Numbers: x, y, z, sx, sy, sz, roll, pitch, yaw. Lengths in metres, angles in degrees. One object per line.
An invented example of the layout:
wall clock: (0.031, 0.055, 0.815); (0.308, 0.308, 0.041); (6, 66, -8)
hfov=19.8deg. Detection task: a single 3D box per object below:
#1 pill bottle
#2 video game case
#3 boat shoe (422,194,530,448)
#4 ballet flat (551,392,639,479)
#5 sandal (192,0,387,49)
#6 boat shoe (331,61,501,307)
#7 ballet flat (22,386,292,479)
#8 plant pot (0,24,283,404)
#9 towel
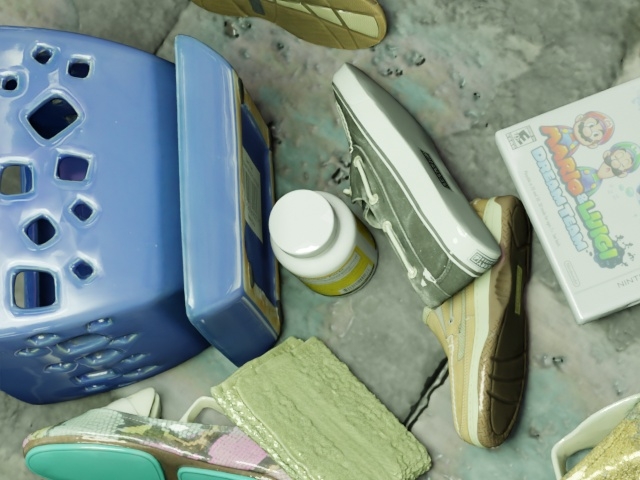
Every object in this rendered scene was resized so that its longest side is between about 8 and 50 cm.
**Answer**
pill bottle: (0.000, 0.000, 1.342); (0.065, 0.116, 0.065); (-3, 76, 13)
video game case: (0.222, -0.034, 1.334); (0.143, 0.019, 0.157); (-21, 72, -4)
boat shoe: (0.109, 0.060, 1.335); (0.072, 0.068, 0.190); (-4, 63, 27)
ballet flat: (0.170, 0.199, 1.266); (0.348, 0.123, 0.123); (-38, 71, 3)
sandal: (-0.029, -0.199, 1.431); (0.180, 0.072, 0.049); (16, 60, 21)
boat shoe: (0.051, -0.044, 1.346); (0.070, 0.078, 0.219); (-43, 49, 17)
ballet flat: (-0.107, 0.151, 1.363); (0.221, 0.077, 0.079); (6, 56, 8)
plant pot: (-0.146, -0.018, 1.327); (0.212, 0.236, 0.236); (-4, 75, 7)
towel: (0.001, 0.135, 1.327); (0.148, 0.110, 0.027); (42, 134, 19)
